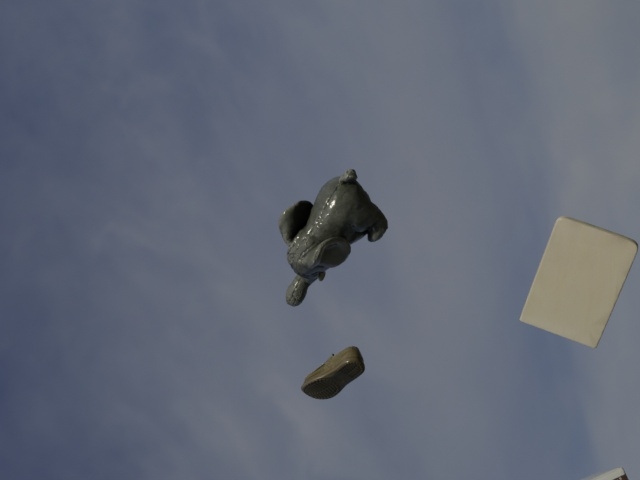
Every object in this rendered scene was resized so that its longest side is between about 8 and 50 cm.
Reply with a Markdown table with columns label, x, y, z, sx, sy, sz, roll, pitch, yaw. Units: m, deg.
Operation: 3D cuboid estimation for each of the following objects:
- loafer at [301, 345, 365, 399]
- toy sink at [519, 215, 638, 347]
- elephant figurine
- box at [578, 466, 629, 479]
| label | x | y | z | sx | sy | sz | roll | pitch | yaw |
| --- | --- | --- | --- | --- | --- | --- | --- | --- | --- |
| loafer | 0.025 | 0.231 | 1.944 | 0.056 | 0.148 | 0.050 | 41 | -141 | -22 |
| toy sink | 0.484 | 0.053 | 2.069 | 0.131 | 0.152 | 0.234 | -53 | -20 | -58 |
| elephant figurine | 0.000 | 0.000 | 2.123 | 0.186 | 0.239 | 0.169 | 51 | 171 | -18 |
| box | 0.507 | 0.539 | 2.073 | 0.119 | 0.181 | 0.182 | 95 | 152 | -76 |
